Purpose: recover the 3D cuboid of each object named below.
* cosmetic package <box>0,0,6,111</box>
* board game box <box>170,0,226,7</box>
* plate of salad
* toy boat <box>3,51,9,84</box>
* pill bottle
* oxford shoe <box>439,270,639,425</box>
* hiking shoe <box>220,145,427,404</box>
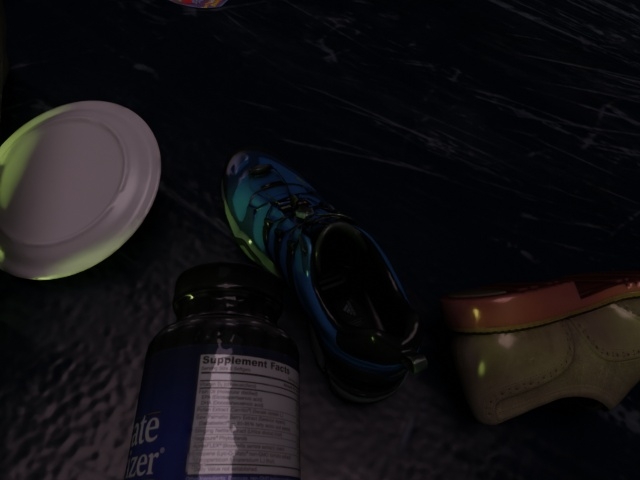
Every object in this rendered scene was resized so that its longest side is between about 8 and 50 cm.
[{"bbox_3d":[-0.350,-0.095,0.354,0.153,0.129,0.296,1,77,-30],"label":"cosmetic package"},{"bbox_3d":[-0.199,-0.445,0.738,0.133,0.033,0.169,23,57,4],"label":"board game box"},{"bbox_3d":[-0.254,-0.054,0.460,0.199,0.048,0.200,-2,69,6],"label":"plate of salad"},{"bbox_3d":[-0.466,-0.217,0.467,0.231,0.151,0.151,6,57,-8],"label":"toy boat"},{"bbox_3d":[-0.076,0.133,0.341,0.122,0.123,0.219,3,57,-9],"label":"pill bottle"},{"bbox_3d":[0.282,0.100,0.463,0.348,0.123,0.130,-4,85,-16],"label":"oxford shoe"},{"bbox_3d":[0.000,0.000,0.435,0.113,0.132,0.304,-26,66,-25],"label":"hiking shoe"}]
